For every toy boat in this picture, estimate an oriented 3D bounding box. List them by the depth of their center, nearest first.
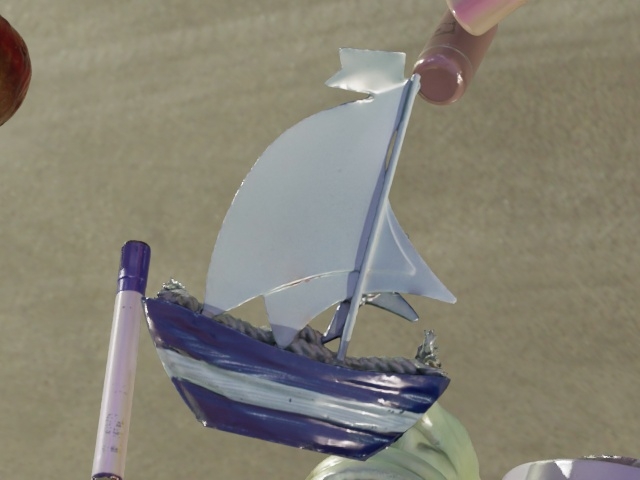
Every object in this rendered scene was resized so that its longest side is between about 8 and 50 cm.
[{"bbox_3d":[0.021,0.023,1.010,0.210,0.070,0.292,40,78,-11],"label":"toy boat"}]

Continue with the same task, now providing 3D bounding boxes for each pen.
[{"bbox_3d":[-0.192,0.116,1.403,0.033,0.033,0.269,-16,50,22],"label":"pen"}]

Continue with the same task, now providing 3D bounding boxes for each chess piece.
[{"bbox_3d":[0.089,0.240,1.433,0.175,0.298,0.176,5,106,17],"label":"chess piece"}]

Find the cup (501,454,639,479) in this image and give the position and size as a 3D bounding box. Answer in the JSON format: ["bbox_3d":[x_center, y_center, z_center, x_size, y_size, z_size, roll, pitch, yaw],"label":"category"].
[{"bbox_3d":[0.197,0.348,0.970,0.253,0.253,0.372,8,62,28],"label":"cup"}]

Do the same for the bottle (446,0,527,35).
[{"bbox_3d":[0.142,-0.197,1.081,0.096,0.045,0.045,-34,61,25],"label":"bottle"}]

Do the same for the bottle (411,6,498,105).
[{"bbox_3d":[0.124,-0.175,1.326,0.053,0.053,0.140,-5,31,25],"label":"bottle"}]

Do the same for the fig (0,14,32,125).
[{"bbox_3d":[-0.463,-0.156,1.654,0.190,0.190,0.290,42,95,30],"label":"fig"}]
